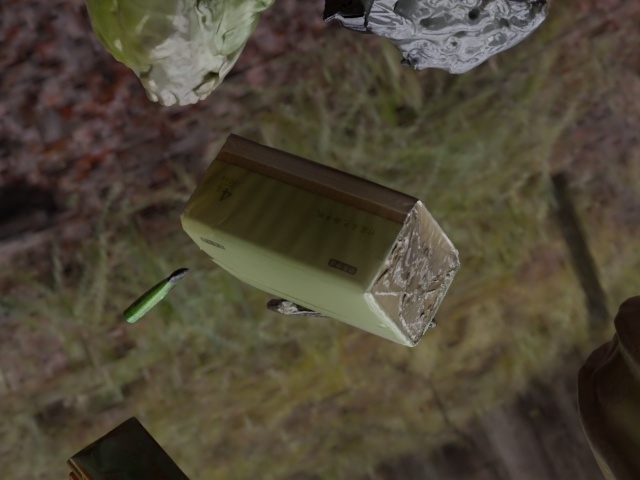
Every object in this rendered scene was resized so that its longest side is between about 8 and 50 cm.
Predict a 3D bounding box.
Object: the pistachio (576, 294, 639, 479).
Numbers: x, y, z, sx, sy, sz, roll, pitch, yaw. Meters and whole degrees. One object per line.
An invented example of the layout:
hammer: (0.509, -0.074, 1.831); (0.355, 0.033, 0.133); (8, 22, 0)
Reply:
pistachio: (0.388, 0.193, 1.231); (0.445, 0.365, 0.281); (21, 114, -41)

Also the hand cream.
hand cream: (-0.226, 0.074, 2.094); (0.122, 0.023, 0.036); (-40, 172, 34)

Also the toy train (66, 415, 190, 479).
toy train: (-0.131, 0.229, 1.251); (0.072, 0.188, 0.099); (-31, 147, -26)

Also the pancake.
pancake: (0.029, 0.083, 1.754); (0.184, 0.020, 0.190); (5, 178, 42)

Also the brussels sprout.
brussels sprout: (-0.190, -0.353, 2.064); (0.243, 0.273, 0.316); (-20, 149, -38)

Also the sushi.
sushi: (0.109, -0.345, 1.778); (0.234, 0.207, 0.348); (-19, 145, 19)

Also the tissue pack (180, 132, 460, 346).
tissue pack: (0.000, 0.000, 1.541); (0.125, 0.234, 0.159); (-62, 151, -13)
